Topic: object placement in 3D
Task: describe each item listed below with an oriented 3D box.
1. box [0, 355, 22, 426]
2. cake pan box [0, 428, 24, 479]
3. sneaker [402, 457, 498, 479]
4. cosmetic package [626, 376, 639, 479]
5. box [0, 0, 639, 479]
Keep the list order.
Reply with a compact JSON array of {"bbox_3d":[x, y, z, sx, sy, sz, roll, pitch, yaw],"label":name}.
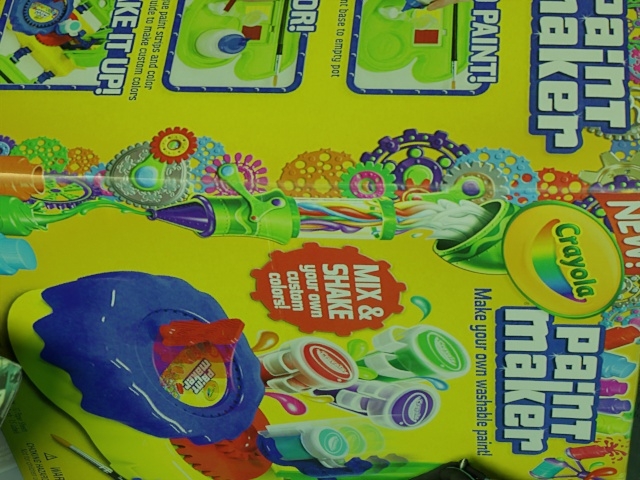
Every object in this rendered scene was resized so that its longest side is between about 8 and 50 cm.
[{"bbox_3d":[-0.293,0.036,0.681,0.322,0.058,0.232,25,155,-8],"label":"box"},{"bbox_3d":[-0.154,0.195,1.088,0.267,0.070,0.245,-23,130,34],"label":"cake pan box"},{"bbox_3d":[0.073,0.128,0.681,0.162,0.063,0.073,-6,138,15],"label":"sneaker"},{"bbox_3d":[0.134,0.196,0.908,0.224,0.225,0.138,4,142,5],"label":"cosmetic package"},{"bbox_3d":[0.000,0.000,0.722,0.279,0.177,0.290,1,142,7],"label":"box"}]
